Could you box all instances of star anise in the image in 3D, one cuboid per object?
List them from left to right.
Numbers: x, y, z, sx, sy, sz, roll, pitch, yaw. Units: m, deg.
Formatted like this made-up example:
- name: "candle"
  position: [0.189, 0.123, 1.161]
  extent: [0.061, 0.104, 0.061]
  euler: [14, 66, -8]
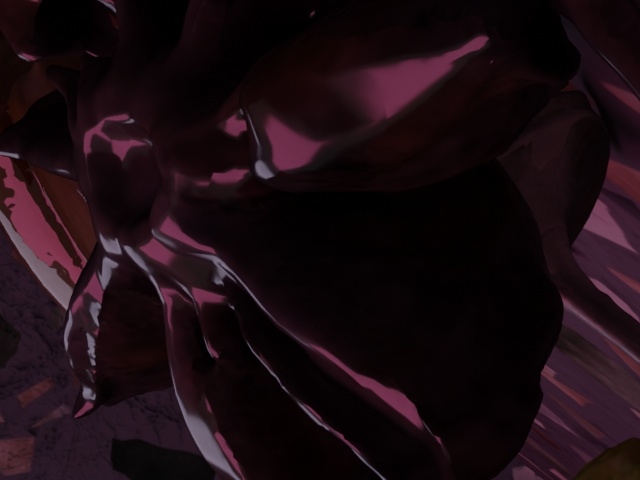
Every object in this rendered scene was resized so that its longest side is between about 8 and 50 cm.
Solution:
- name: "star anise"
  position: [0.004, -0.019, 0.593]
  extent: [0.359, 0.139, 0.316]
  euler: [57, 150, 22]

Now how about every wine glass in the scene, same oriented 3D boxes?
- name: "wine glass"
  position: [0.137, 0.060, 0.652]
  extent: [0.232, 0.156, 0.156]
  euler: [41, 177, 28]

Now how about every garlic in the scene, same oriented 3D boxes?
- name: "garlic"
  position: [-0.066, 0.001, 0.857]
  extent: [0.228, 0.110, 0.217]
  euler: [38, 172, -22]

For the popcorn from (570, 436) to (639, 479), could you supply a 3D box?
- name: "popcorn"
  position: [0.229, 0.258, 1.201]
  extent: [0.237, 0.251, 0.206]
  euler: [35, 170, -6]
